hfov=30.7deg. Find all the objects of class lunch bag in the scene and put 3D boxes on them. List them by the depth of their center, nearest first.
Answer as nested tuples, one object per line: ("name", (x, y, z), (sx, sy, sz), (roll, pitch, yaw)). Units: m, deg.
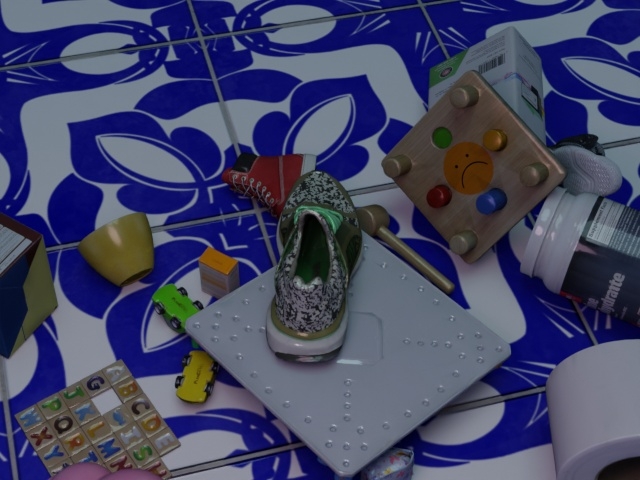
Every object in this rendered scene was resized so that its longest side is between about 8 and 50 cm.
("lunch bag", (0.106, 0.362, 1.817), (0.083, 0.071, 0.053), (-19, 50, -15))

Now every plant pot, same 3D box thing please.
("plant pot", (-0.345, 0.025, 2.043), (0.134, 0.134, 0.095), (-25, 81, -22))

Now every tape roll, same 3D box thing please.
("tape roll", (0.475, 0.288, 1.787), (0.246, 0.246, 0.169), (3, 50, -1))

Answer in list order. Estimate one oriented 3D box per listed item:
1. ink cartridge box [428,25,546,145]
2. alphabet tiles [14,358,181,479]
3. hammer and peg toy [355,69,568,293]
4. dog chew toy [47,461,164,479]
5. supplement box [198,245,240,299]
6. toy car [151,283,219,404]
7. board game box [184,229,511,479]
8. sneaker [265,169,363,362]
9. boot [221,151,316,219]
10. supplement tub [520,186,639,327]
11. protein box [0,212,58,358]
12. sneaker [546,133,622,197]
("ink cartridge box", (0.317, -0.246, 2.236), (0.201, 0.117, 0.278), (-25, 42, 32))
("alphabet tiles", (-0.349, 0.319, 1.866), (0.198, 0.009, 0.237), (-27, 57, -23))
("hammer and peg toy", (0.239, -0.089, 2.078), (0.266, 0.361, 0.127), (49, 30, 11))
("dog chew toy", (-0.264, 0.425, 1.672), (0.331, 0.207, 0.207), (20, 52, 24))
("supplement box", (-0.176, 0.061, 2.027), (0.062, 0.098, 0.036), (26, 57, 16))
("toy car", (-0.198, 0.158, 1.977), (0.239, 0.053, 0.225), (-36, 60, -28))
("board game box", (0.044, 0.172, 1.907), (0.390, 0.050, 0.390), (-31, 55, -32))
("sneaker", (0.000, 0.000, 1.912), (0.158, 0.182, 0.410), (4, 43, -2))
("boot", (-0.101, -0.072, 2.154), (0.176, 0.088, 0.244), (3, 43, 1))
("supplement tub", (0.506, 0.029, 2.034), (0.272, 0.191, 0.191), (22, 53, 15))
("protein box", (-0.571, 0.054, 1.945), (0.201, 0.200, 0.136), (26, 54, 17))
("sneaker", (0.495, -0.146, 2.182), (0.153, 0.101, 0.268), (-18, 17, -28))
